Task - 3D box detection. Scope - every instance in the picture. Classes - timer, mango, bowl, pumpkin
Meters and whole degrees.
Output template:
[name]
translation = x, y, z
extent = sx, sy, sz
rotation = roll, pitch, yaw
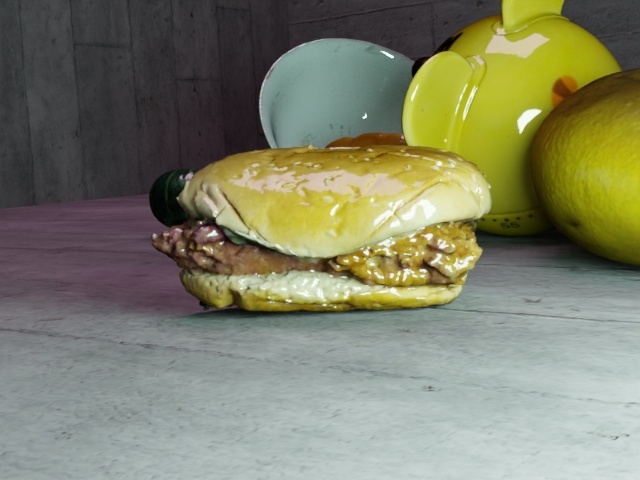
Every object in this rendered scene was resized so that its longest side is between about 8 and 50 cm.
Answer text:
[timer]
translation = 0.277, -0.202, 1.376
extent = 0.376, 0.376, 0.387
rotation = 1, -35, 32
[mango]
translation = 0.398, -0.075, 1.043
extent = 0.301, 0.220, 0.445
rotation = -4, 16, -1
[bowl]
translation = 0.064, -0.187, 1.911
extent = 0.435, 0.435, 0.196
rotation = -5, -29, -21
[pumpkin]
translation = -0.235, -0.073, 1.730
extent = 0.167, 0.125, 0.167
rotation = -1, 6, 0

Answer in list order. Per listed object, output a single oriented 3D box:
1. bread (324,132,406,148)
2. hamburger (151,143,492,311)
[bread]
translation = 0.092, -0.095, 1.597
extent = 0.121, 0.174, 0.245
rotation = 18, -10, -41
[hamburger]
translation = 0.023, -0.006, 0.867
extent = 0.282, 0.155, 0.245
rotation = -15, 20, -43
